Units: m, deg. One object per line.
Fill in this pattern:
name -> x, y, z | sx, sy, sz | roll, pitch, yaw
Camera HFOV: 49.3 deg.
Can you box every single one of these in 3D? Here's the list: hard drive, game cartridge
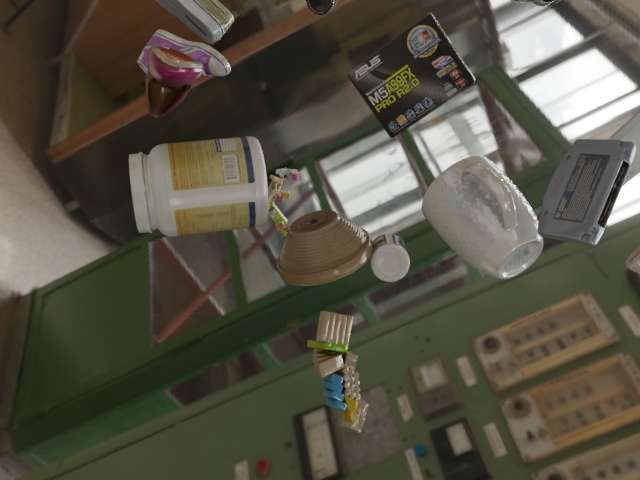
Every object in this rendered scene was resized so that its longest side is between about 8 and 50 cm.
hard drive -> 0.950, -0.283, 2.109 | 0.233, 0.353, 0.047 | 13, 40, -41
game cartridge -> 0.710, -0.135, 1.890 | 0.062, 0.297, 0.198 | 28, -6, -28

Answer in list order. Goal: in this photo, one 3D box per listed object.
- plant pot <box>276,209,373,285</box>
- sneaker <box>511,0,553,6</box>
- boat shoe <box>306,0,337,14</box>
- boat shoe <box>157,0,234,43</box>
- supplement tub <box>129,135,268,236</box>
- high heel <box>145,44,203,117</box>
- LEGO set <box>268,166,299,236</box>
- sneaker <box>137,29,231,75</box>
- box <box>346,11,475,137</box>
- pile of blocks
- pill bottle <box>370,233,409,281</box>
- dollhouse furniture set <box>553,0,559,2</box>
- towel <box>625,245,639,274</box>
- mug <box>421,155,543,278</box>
plant pot -> 0.000, 0.000, 1.661 | 0.237, 0.237, 0.110 | -97, 171, -66
sneaker -> 0.554, -0.643, 1.816 | 0.058, 0.135, 0.052 | -142, -126, -70
boat shoe -> -0.001, -0.622, 1.589 | 0.303, 0.114, 0.091 | 91, 14, -61
boat shoe -> -0.364, -0.656, 1.864 | 0.302, 0.094, 0.109 | 44, -25, -6
supplement tub -> -0.298, -0.131, 1.716 | 0.228, 0.316, 0.229 | 174, -90, -79
high heel -> -0.357, -0.351, 1.631 | 0.127, 0.181, 0.377 | 21, 11, -10
LEGO set -> -0.144, -0.110, 2.438 | 0.107, 0.132, 0.287 | -95, -174, -60
sneaker -> -0.409, -0.505, 2.052 | 0.282, 0.161, 0.102 | 22, -23, 21
box -> 0.240, -0.435, 1.856 | 0.216, 0.270, 0.060 | 54, 22, -10
pile of blocks -> 0.028, 0.369, 1.972 | 0.148, 0.112, 0.362 | -14, 95, -38
pill bottle -> 0.169, 0.035, 1.729 | 0.094, 0.094, 0.169 | 63, 9, -11
dollhouse furniture set -> 0.571, -0.888, 2.024 | 0.362, 0.394, 0.257 | -39, 148, -45
towel -> 1.132, 0.048, 2.041 | 0.331, 0.317, 0.053 | 29, 37, -6
mug -> 0.505, -0.080, 2.109 | 0.328, 0.276, 0.374 | 56, -9, 34
